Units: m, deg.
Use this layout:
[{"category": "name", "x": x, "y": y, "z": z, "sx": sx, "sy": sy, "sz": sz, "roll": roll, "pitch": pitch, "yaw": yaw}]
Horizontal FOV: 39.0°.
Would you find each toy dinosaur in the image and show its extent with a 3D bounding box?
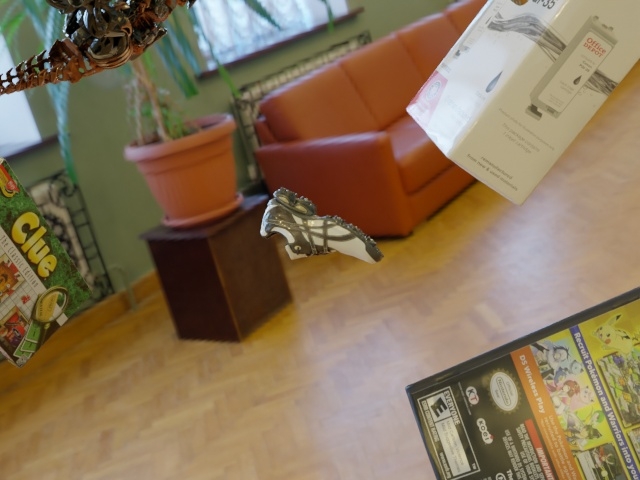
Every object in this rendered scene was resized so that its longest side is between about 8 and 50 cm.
[{"category": "toy dinosaur", "x": -0.281, "y": -0.291, "z": 1.179, "sx": 0.164, "sy": 0.218, "sz": 0.321, "roll": 21, "pitch": 66, "yaw": 15}]

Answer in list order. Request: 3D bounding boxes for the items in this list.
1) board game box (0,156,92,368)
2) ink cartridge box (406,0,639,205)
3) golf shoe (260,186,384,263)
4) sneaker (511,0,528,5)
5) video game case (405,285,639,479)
[{"category": "board game box", "x": -0.368, "y": 0.031, "z": 1.060, "sx": 0.030, "sy": 0.259, "sz": 0.136, "roll": 23, "pitch": 61, "yaw": 28}, {"category": "ink cartridge box", "x": 0.248, "y": -0.211, "z": 1.059, "sx": 0.283, "sy": 0.117, "sz": 0.207, "roll": -53, "pitch": 21, "yaw": 14}, {"category": "golf shoe", "x": 0.000, "y": 0.000, "z": 1.377, "sx": 0.198, "sy": 0.093, "sz": 0.077, "roll": 28, "pitch": -3, "yaw": 18}, {"category": "sneaker", "x": 0.196, "y": -0.285, "z": 0.951, "sx": 0.037, "sy": 0.083, "sz": 0.032, "roll": -43, "pitch": -10, "yaw": 1}, {"category": "video game case", "x": 0.214, "y": 0.197, "z": 0.681, "sx": 0.248, "sy": 0.274, "sz": 0.035, "roll": -30, "pitch": -20, "yaw": 31}]
